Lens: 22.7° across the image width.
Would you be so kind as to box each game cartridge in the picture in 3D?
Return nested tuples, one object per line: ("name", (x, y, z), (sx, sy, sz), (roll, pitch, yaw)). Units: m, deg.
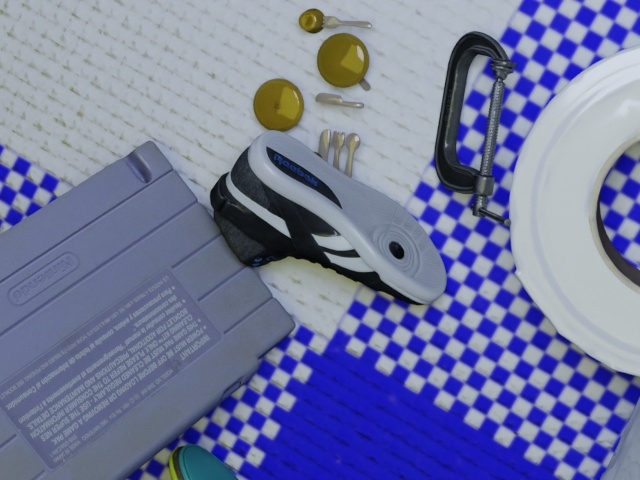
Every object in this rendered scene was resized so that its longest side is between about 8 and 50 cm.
("game cartridge", (-0.207, 0.089, 1.354), (0.230, 0.355, 0.068), (54, 143, -1))

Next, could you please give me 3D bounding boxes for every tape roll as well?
("tape roll", (0.300, -0.027, 1.328), (0.286, 0.100, 0.286), (2, 98, 12))

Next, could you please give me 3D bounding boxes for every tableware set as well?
("tableware set", (-0.008, -0.129, 1.424), (0.104, 0.024, 0.154), (9, 100, 15))

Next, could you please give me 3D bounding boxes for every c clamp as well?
("c clamp", (0.138, -0.098, 1.351), (0.022, 0.137, 0.161), (3, 95, -25))

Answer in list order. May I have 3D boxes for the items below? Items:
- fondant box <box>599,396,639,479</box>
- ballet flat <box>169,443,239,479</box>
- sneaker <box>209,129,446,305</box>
("fondant box", (0.380, 0.273, 1.299), (0.330, 0.096, 0.238), (20, 102, -10))
("ballet flat", (-0.072, 0.292, 1.469), (0.231, 0.077, 0.077), (45, 121, 2))
("sneaker", (0.000, 0.000, 1.419), (0.217, 0.079, 0.121), (38, 133, -12))
